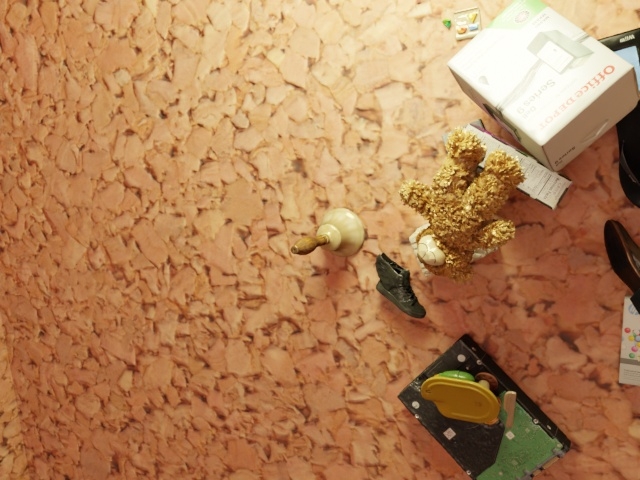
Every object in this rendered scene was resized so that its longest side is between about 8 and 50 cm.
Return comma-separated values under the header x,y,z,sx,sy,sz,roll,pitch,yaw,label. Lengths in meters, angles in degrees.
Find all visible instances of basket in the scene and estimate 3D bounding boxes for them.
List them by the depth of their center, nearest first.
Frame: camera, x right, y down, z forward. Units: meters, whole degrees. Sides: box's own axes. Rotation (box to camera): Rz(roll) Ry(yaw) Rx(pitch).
x,y,z,sx,sy,sz,roll,pitch,yaw,label
0.297,0.003,1.477,0.167,0.103,0.113,-22,90,29,basket

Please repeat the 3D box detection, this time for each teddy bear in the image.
x,y,z,sx,sy,sz,roll,pitch,yaw,label
0.272,-0.058,1.299,0.245,0.113,0.338,43,133,4,teddy bear

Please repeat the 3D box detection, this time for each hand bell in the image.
x,y,z,sx,sy,sz,roll,pitch,yaw,label
0.000,0.000,1.553,0.126,0.242,0.126,5,102,26,hand bell

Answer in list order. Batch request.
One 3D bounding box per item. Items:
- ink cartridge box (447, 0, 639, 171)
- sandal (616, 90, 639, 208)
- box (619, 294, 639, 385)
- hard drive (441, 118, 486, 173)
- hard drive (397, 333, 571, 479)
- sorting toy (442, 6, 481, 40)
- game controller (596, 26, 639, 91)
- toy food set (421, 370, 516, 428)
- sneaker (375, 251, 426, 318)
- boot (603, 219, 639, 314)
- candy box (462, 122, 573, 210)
x,y,z,sx,sy,sz,roll,pitch,yaw,label
0.422,-0.306,1.255,0.211,0.121,0.289,-43,55,9,ink cartridge box
0.620,-0.160,1.268,0.097,0.054,0.254,-14,114,30,sandal
0.698,0.212,1.347,0.145,0.038,0.186,5,101,26,box
0.338,-0.190,1.462,0.094,0.022,0.135,-22,90,29,hard drive
0.378,0.418,1.541,0.339,0.064,0.237,46,117,13,hard drive
0.306,-0.469,1.428,0.083,0.012,0.062,-4,99,28,sorting toy
0.543,-0.311,1.306,0.319,0.067,0.166,-11,95,28,game controller
0.341,0.342,1.479,0.218,0.071,0.128,5,126,29,toy food set
0.195,0.108,1.581,0.170,0.051,0.089,36,119,21,sneaker
0.660,0.048,1.323,0.106,0.082,0.219,-15,70,-5,boot
0.393,-0.155,1.346,0.233,0.159,0.071,33,106,10,candy box
